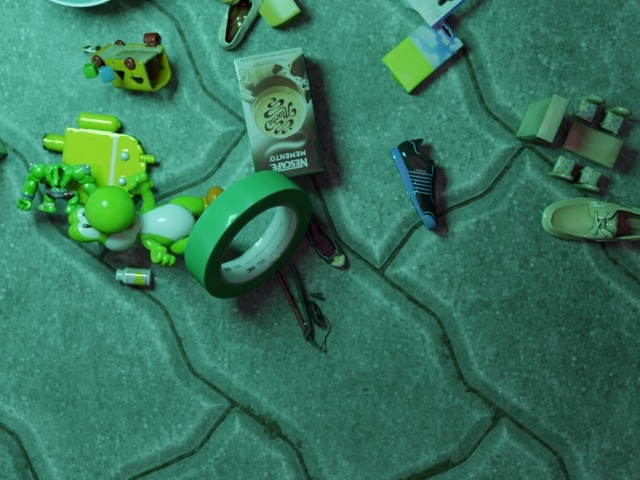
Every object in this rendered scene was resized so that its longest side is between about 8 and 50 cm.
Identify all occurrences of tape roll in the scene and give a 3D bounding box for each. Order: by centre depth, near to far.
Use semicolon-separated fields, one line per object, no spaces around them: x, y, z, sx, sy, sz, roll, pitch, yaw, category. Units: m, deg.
-0.163;-0.010;1.714;0.077;0.321;0.321;41;92;25;tape roll

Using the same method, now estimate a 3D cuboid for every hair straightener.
-0.030;0.165;1.871;0.089;0.047;0.230;-23;97;-1;hair straightener

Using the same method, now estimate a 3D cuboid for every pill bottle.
-0.462;0.089;1.836;0.083;0.043;0.043;5;95;-4;pill bottle

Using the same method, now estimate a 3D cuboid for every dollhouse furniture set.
0.631;-0.256;1.815;0.242;0.161;0.212;21;94;-6;dollhouse furniture set

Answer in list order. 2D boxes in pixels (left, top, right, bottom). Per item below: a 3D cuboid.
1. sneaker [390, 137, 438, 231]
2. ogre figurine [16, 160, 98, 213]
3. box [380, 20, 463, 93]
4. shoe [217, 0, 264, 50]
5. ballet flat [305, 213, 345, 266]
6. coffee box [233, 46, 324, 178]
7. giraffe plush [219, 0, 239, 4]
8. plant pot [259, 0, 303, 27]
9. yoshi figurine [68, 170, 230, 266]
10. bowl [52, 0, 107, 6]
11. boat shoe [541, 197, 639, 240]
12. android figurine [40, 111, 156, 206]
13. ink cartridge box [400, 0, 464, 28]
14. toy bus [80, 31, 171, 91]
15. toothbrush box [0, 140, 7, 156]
0.257;-0.141;1.842;0.090;0.081;0.232;-24;96;6;sneaker
-0.605;-0.124;1.731;0.197;0.097;0.118;8;108;11;ogre figurine
0.250;-0.463;1.829;0.178;0.042;0.109;-41;97;1;box
-0.183;-0.561;1.782;0.076;0.058;0.219;25;94;-6;shoe
0.000;0.000;1.855;0.057;0.049;0.173;-40;97;2;ballet flat
-0.099;-0.296;1.784;0.168;0.119;0.297;-12;96;-3;coffee box
-0.216;-0.675;1.686;0.181;0.170;0.210;37;88;20;giraffe plush
-0.100;-0.556;1.780;0.083;0.081;0.081;-35;97;10;plant pot
-0.390;-0.050;1.708;0.362;0.203;0.203;-1;117;-22;yoshi figurine
-0.538;-0.677;1.695;0.311;0.163;0.311;0;95;-3;bowl
0.718;-0.049;1.873;0.302;0.098;0.109;5;95;-4;boat shoe
-0.538;-0.182;1.800;0.273;0.056;0.248;9;95;-3;android figurine
0.213;-0.706;1.792;0.176;0.069;0.371;-41;94;0;ink cartridge box
-0.455;-0.406;1.753;0.191;0.202;0.104;-18;127;-9;toy bus
-0.869;-0.206;1.660;0.206;0.283;0.122;-26;97;0;toothbrush box
